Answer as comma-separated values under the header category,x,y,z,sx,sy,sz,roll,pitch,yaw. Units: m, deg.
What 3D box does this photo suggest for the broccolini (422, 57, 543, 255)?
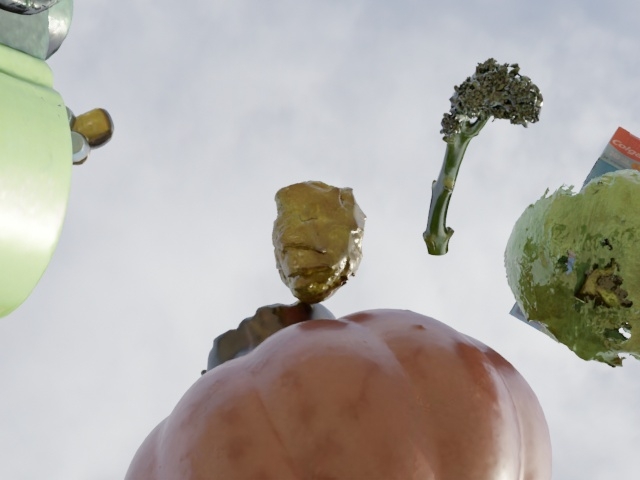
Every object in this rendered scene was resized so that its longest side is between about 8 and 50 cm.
category,x,y,z,sx,sy,sz,roll,pitch,yaw
broccolini,0.086,-0.050,0.869,0.054,0.194,0.052,2,-115,-4

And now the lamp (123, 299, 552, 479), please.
category,x,y,z,sx,sy,sz,roll,pitch,yaw
lamp,0.003,0.163,1.033,0.305,0.305,0.240,-22,-123,-9

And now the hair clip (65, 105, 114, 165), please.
category,x,y,z,sx,sy,sz,roll,pitch,yaw
hair clip,-0.248,-0.046,1.063,0.214,0.056,0.062,-25,-91,-2

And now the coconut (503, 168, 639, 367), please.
category,x,y,z,sx,sy,sz,roll,pitch,yaw
coconut,0.190,0.020,0.991,0.158,0.055,0.133,20,-75,23

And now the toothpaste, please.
category,x,y,z,sx,sy,sz,roll,pitch,yaw
toothpaste,0.213,0.005,1.155,0.070,0.193,0.044,30,-131,8

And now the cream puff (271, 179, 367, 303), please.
category,x,y,z,sx,sy,sz,roll,pitch,yaw
cream puff,0.000,0.000,1.050,0.058,0.083,0.083,-1,-142,29

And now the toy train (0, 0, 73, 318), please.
category,x,y,z,sx,sy,sz,roll,pitch,yaw
toy train,-0.148,-0.052,0.374,0.105,0.253,0.157,-3,-99,26
